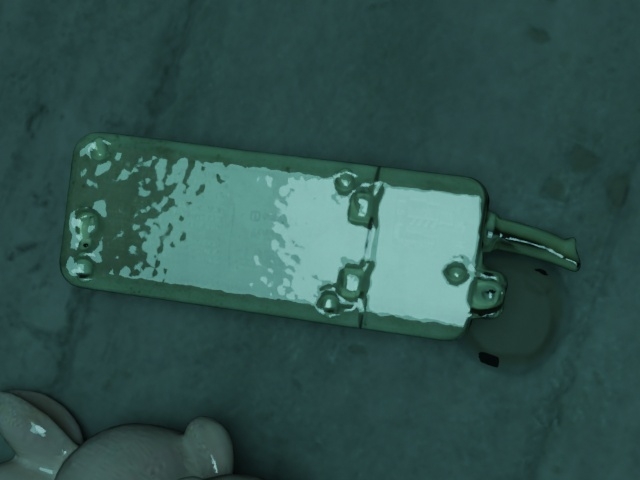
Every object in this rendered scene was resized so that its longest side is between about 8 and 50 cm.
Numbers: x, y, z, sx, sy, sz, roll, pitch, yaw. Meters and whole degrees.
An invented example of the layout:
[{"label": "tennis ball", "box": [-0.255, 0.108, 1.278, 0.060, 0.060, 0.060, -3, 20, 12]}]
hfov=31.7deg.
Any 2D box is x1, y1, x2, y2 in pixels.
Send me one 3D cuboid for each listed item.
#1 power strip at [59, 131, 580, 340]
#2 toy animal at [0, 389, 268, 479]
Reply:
[{"label": "power strip", "box": [0.000, 0.000, 0.636, 0.287, 0.053, 0.093, 8, 89, 5]}, {"label": "toy animal", "box": [-0.103, 0.147, 0.632, 0.212, 0.124, 0.124, 22, 92, 38]}]
